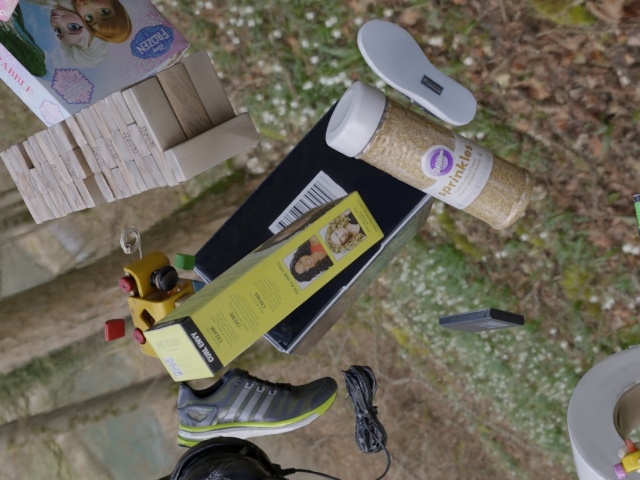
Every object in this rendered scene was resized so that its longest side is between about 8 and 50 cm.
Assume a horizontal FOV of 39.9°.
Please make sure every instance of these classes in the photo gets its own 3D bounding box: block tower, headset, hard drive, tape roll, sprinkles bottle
[{"bbox_3d":[-0.200,-0.092,0.858,0.335,0.091,0.097,-7,113,51],"label":"block tower"},{"bbox_3d":[-0.079,0.291,1.011,0.243,0.394,0.185,17,121,51],"label":"headset"},{"bbox_3d":[0.307,0.154,1.684,0.135,0.094,0.022,-18,64,51],"label":"hard drive"},{"bbox_3d":[0.513,0.287,1.299,0.286,0.286,0.100,42,160,49],"label":"tape roll"},{"bbox_3d":[0.188,-0.141,1.498,0.121,0.355,0.121,-55,20,31],"label":"sprinkles bottle"}]

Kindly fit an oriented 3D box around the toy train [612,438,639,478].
[{"bbox_3d":[0.429,0.250,1.090,0.166,0.125,0.046,113,142,-60],"label":"toy train"}]

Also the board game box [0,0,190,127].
[{"bbox_3d":[-0.425,-0.365,1.463,0.318,0.319,0.066,46,135,-7],"label":"board game box"}]

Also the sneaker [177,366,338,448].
[{"bbox_3d":[-0.115,0.280,1.562,0.111,0.300,0.121,-166,65,-76],"label":"sneaker"}]

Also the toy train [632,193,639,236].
[{"bbox_3d":[0.363,-0.015,0.976,0.017,0.023,0.083,135,129,-68],"label":"toy train"}]

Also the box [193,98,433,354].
[{"bbox_3d":[0.000,0.000,2.006,0.297,0.480,0.472,42,175,9],"label":"box"}]

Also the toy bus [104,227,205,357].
[{"bbox_3d":[-0.260,0.101,1.489,0.104,0.191,0.202,10,166,36],"label":"toy bus"}]

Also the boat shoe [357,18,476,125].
[{"bbox_3d":[0.142,-0.257,1.365,0.228,0.080,0.076,31,175,-20],"label":"boat shoe"}]

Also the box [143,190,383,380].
[{"bbox_3d":[-0.049,0.040,0.827,0.087,0.232,0.058,-19,106,55],"label":"box"}]

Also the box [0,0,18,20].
[{"bbox_3d":[-0.431,-0.460,1.164,0.300,0.142,0.154,-44,47,38],"label":"box"}]
